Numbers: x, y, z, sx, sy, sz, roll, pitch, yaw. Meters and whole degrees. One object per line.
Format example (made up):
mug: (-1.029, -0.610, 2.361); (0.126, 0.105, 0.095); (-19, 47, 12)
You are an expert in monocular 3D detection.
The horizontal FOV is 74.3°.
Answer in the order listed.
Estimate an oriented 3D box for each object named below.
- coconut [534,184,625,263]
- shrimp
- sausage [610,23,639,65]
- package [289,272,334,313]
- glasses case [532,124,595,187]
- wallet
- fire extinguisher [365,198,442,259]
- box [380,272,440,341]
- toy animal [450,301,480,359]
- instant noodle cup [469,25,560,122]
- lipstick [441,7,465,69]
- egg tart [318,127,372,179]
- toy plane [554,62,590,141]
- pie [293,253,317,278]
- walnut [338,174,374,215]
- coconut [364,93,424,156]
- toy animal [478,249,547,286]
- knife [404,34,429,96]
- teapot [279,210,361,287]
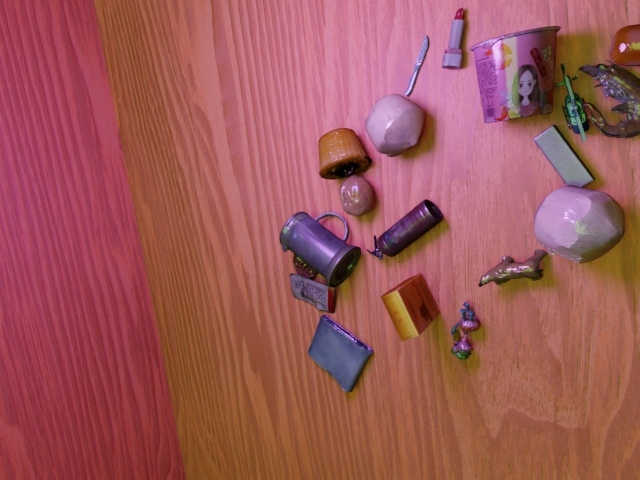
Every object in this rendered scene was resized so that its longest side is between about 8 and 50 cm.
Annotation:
coconut: (0.747, -0.045, 1.212); (0.234, 0.224, 0.224); (-110, 35, -61)
shrimp: (0.816, -0.387, 1.181); (0.253, 0.058, 0.173); (35, 102, 9)
sausage: (0.911, -0.505, 1.088); (0.274, 0.105, 0.105); (15, 108, 31)
package: (-0.038, 0.244, 1.938); (0.239, 0.030, 0.154); (19, 128, 30)
glasses case: (0.745, -0.251, 1.292); (0.071, 0.047, 0.205); (-40, 78, 40)
wallet: (0.076, 0.513, 1.923); (0.290, 0.054, 0.251); (32, 116, 27)
fire extinguisher: (0.301, -0.029, 1.628); (0.344, 0.102, 0.138); (-42, 44, 35)
box: (0.335, 0.236, 1.544); (0.076, 0.274, 0.174); (-30, 83, 31)
toy animal: (0.525, 0.330, 1.554); (0.103, 0.100, 0.209); (29, 127, 51)
instant noodle cup: (0.578, -0.480, 1.251); (0.242, 0.243, 0.231); (-1, 106, 35)
lipstick: (0.450, -0.671, 1.403); (0.063, 0.057, 0.187); (8, 100, 4)
egg tart: (0.083, -0.333, 1.647); (0.215, 0.215, 0.171); (-22, 77, 36)
toy plane: (0.736, -0.402, 1.234); (0.060, 0.096, 0.235); (-17, 92, 35)
pie: (-0.068, 0.104, 1.943); (0.154, 0.036, 0.155); (8, 104, 34)
walnut: (0.146, -0.177, 1.672); (0.166, 0.149, 0.167); (166, 90, -70)
coconut: (0.267, -0.401, 1.501); (0.224, 0.224, 0.224); (8, 105, 33)
toy animal: (0.640, 0.105, 1.411); (0.218, 0.101, 0.103); (-13, 94, 36)
knife: (0.346, -0.620, 1.508); (0.028, 0.015, 0.210); (33, 117, 31)
teapot: (0.000, 0.000, 1.793); (0.337, 0.200, 0.270); (36, 93, 25)
